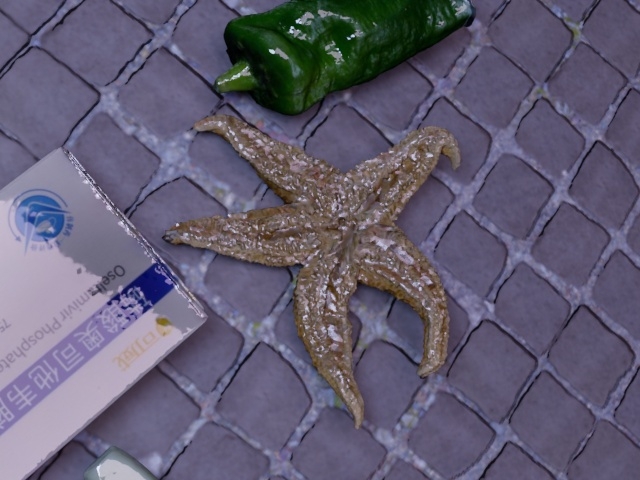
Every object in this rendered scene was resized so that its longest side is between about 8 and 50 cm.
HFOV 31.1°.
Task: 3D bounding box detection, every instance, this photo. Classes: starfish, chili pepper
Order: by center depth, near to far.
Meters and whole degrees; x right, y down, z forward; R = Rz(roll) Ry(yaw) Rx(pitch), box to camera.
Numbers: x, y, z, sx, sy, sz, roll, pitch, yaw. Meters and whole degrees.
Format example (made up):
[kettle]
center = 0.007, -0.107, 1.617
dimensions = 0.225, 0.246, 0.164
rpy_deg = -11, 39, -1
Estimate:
[starfish]
center = -0.001, 0.001, 1.079
dimensions = 0.302, 0.060, 0.299
rpy_deg = 24, 77, -5
[chili pepper]
center = 0.010, -0.206, 1.111
dimensions = 0.270, 0.099, 0.136
rpy_deg = -34, 96, -26

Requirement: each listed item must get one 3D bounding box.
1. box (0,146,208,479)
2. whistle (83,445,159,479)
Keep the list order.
[box]
center = -0.284, 0.101, 0.945
dimensions = 0.343, 0.065, 0.200
rpy_deg = -42, 94, -23
[whistle]
center = -0.105, 0.270, 0.960
dimensions = 0.244, 0.092, 0.110
rpy_deg = 47, 71, -7
